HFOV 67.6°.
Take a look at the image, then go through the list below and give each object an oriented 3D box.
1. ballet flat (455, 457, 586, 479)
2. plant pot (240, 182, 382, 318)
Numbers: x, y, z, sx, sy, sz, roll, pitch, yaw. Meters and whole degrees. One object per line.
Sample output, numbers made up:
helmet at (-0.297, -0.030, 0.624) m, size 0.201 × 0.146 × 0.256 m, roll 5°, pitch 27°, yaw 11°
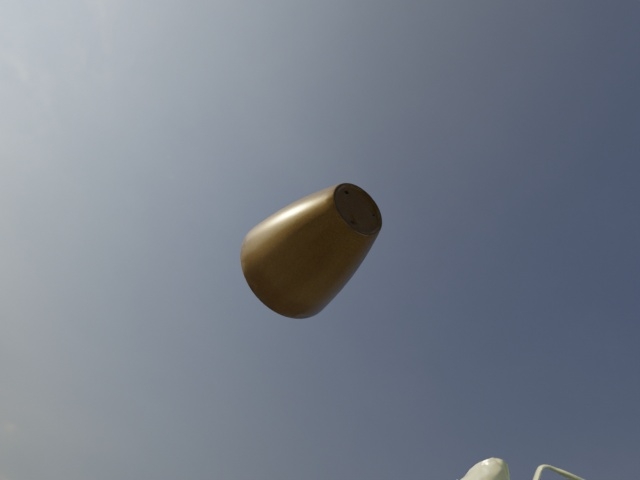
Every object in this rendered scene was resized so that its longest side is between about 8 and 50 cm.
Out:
ballet flat at (0.245, 0.321, 0.580) m, size 0.280 × 0.096 × 0.095 m, roll 5°, pitch -25°, yaw 8°
plant pot at (0.000, 0.000, 0.974) m, size 0.237 × 0.237 × 0.254 m, roll 41°, pitch -48°, yaw -9°
